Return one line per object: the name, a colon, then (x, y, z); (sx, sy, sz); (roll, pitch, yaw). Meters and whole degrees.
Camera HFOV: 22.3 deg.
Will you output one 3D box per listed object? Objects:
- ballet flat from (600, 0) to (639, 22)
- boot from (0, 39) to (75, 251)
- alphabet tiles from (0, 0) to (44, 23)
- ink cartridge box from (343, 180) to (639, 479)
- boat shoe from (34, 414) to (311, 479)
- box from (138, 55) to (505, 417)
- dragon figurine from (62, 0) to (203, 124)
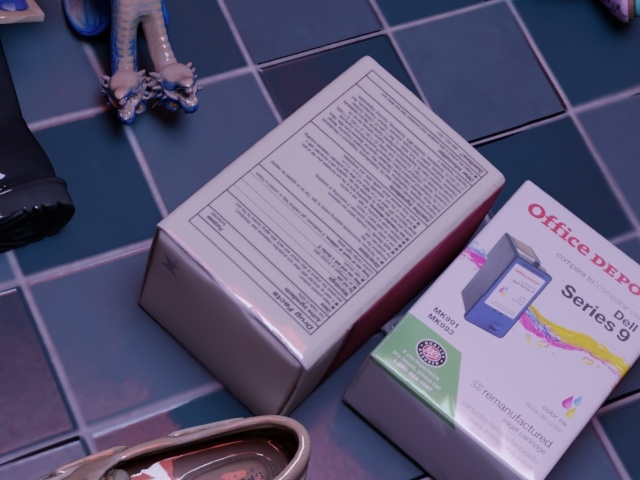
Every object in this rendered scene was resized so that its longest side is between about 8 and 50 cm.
ballet flat: (0.266, -0.280, 1.471); (0.079, 0.077, 0.221); (9, 53, 12)
boot: (-0.324, -0.074, 1.188); (0.246, 0.094, 0.207); (-19, 71, -30)
alphabet tiles: (-0.318, -0.210, 1.228); (0.237, 0.009, 0.198); (-8, 39, -31)
ink cartridge box: (0.146, 0.082, 1.224); (0.154, 0.093, 0.212); (40, 58, 10)
boat shoe: (-0.146, 0.190, 1.084); (0.302, 0.098, 0.109); (-18, 68, -18)
box: (0.000, 0.000, 1.212); (0.148, 0.127, 0.232); (43, 61, 11)
dragon figurine: (-0.165, -0.217, 1.313); (0.085, 0.144, 0.289); (-10, 46, -17)
